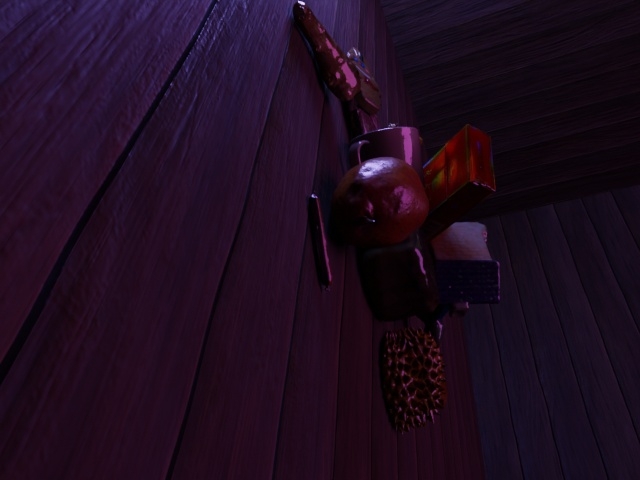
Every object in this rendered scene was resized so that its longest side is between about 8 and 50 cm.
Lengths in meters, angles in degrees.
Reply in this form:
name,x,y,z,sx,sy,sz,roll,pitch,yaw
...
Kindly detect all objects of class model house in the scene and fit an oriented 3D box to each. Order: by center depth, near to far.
name,x,y,z,sx,sy,sz,roll,pitch,yaw
model house,0.398,0.142,1.593,0.312,0.245,0.280,101,-13,-44

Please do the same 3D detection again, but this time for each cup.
name,x,y,z,sx,sy,sz,roll,pitch,yaw
cup,0.170,-0.187,1.408,0.252,0.191,0.201,-3,84,-50

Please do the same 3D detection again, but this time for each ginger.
name,x,y,z,sx,sy,sz,roll,pitch,yaw
ginger,0.012,-0.460,1.274,0.294,0.086,0.131,43,46,-46

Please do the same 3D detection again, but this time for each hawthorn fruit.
name,x,y,z,sx,sy,sz,roll,pitch,yaw
hawthorn fruit,0.119,-0.075,1.125,0.262,0.210,0.211,-32,109,-64

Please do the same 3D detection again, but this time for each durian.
name,x,y,z,sx,sy,sz,roll,pitch,yaw
durian,0.215,0.335,1.285,0.186,0.153,0.261,5,63,-45

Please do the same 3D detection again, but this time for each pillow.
name,x,y,z,sx,sy,sz,roll,pitch,yaw
pillow,0.142,-0.344,1.539,0.185,0.043,0.118,-14,89,-63

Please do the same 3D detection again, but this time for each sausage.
name,x,y,z,sx,sy,sz,roll,pitch,yaw
sausage,0.000,0.000,0.997,0.028,0.025,0.199,64,18,-77

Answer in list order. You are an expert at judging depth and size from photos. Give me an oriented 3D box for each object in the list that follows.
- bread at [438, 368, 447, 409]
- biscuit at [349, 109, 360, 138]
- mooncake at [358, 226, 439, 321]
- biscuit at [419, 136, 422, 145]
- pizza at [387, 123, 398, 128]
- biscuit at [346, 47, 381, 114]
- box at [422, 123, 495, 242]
name,x,y,z,sx,sy,sz,roll,pitch,yaw
bread,0.321,0.407,1.542,0.199,0.104,0.199,-12,90,-74
biscuit,0.130,-0.314,1.593,0.126,0.025,0.206,-77,149,-52
mooncake,0.210,0.061,1.362,0.290,0.161,0.291,-14,90,-74
biscuit,0.355,-0.324,2.025,0.039,0.174,0.183,44,21,28
pizza,0.341,-0.347,2.169,0.297,0.071,0.189,57,44,-36
biscuit,0.119,-0.502,1.569,0.183,0.047,0.320,43,30,-24
box,0.344,-0.145,1.443,0.089,0.313,0.198,20,56,-17
